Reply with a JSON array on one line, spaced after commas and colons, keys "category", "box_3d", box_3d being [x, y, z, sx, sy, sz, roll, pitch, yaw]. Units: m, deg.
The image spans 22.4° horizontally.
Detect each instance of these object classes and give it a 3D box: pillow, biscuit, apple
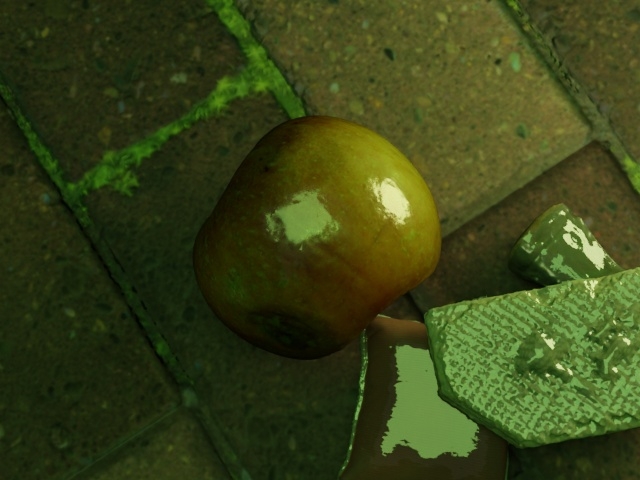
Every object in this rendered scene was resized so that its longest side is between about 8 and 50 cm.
[{"category": "pillow", "box_3d": [0.111, 0.170, 1.572, 0.171, 0.075, 0.179, 9, 82, 4]}, {"category": "biscuit", "box_3d": [0.231, 0.112, 1.512, 0.252, 0.052, 0.150, -10, 81, 2]}, {"category": "apple", "box_3d": [0.000, 0.000, 1.554, 0.207, 0.237, 0.237, 37, 85, 1]}]

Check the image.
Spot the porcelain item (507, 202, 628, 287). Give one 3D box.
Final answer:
[{"category": "porcelain item", "box_3d": [0.287, 0.059, 1.574, 0.215, 0.069, 0.081, 42, 74, 15]}]
